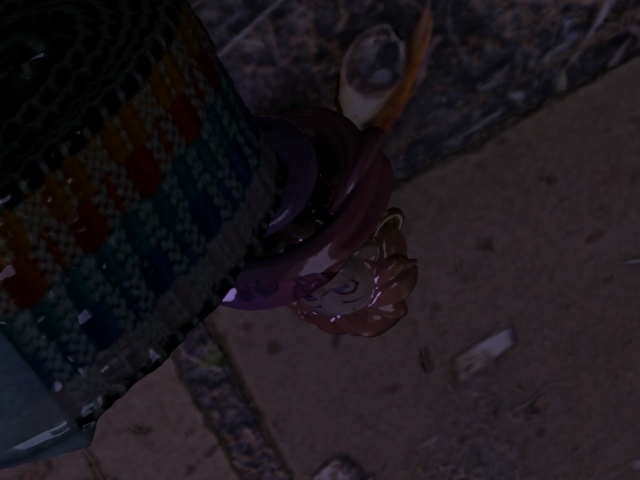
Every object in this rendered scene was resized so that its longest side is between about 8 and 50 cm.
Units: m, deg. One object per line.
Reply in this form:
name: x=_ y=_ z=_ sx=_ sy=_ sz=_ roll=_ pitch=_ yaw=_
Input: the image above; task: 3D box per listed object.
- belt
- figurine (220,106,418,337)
belt: x=-0.149 y=-0.011 z=0.736 sx=0.257 sy=0.207 sz=0.150 roll=-43 pitch=124 yaw=-19
figurine: x=-0.003 y=-0.010 z=0.868 sx=0.126 sy=0.114 sz=0.157 roll=-20 pitch=160 yaw=27
